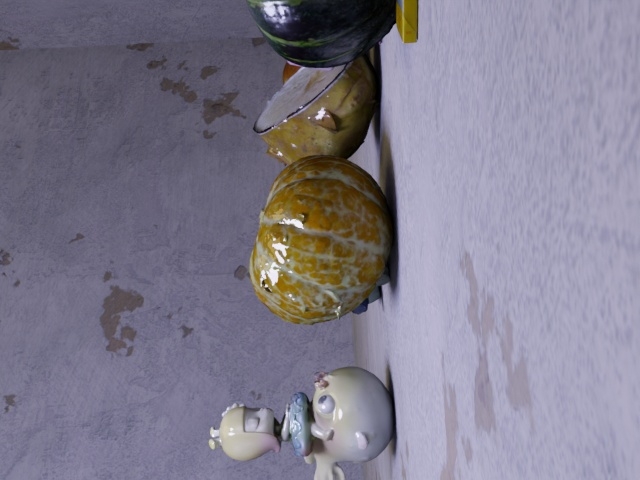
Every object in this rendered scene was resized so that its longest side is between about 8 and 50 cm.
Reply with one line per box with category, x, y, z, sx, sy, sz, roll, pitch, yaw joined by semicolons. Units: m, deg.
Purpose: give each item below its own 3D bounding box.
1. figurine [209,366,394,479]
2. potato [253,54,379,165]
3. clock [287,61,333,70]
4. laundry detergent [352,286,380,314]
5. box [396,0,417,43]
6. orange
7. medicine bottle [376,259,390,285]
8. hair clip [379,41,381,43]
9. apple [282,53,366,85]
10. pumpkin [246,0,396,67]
figurine;-0.039;0.414;1.877;0.226;0.394;0.274;-97;0;-75
potato;0.029;-0.266;1.840;0.300;0.196;0.246;-28;32;44
clock;0.005;-0.506;1.735;0.322;0.113;0.295;-97;17;-62
laundry detergent;0.070;0.054;2.047;0.280;0.105;0.215;-91;-17;-56
box;0.113;-0.348;1.170;0.087;0.023;0.155;-101;7;-62
orange;0.000;0.000;1.677;0.329;0.249;0.329;-157;90;-84
medicine bottle;0.113;0.045;1.777;0.047;0.047;0.083;88;179;-57
hair clip;0.102;-0.438;1.662;0.054;0.022;0.137;-86;-7;-71
apple;0.026;-0.369;2.063;0.237;0.207;0.237;160;90;-81
pumpkin;-0.008;-0.410;1.283;0.323;0.241;0.323;-11;-90;-84
